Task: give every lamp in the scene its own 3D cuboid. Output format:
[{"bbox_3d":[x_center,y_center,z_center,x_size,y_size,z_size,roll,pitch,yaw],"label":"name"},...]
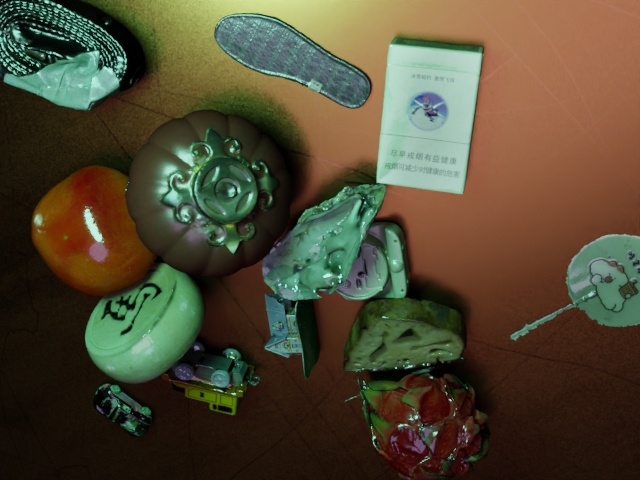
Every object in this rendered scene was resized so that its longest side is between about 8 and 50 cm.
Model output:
[{"bbox_3d":[-0.199,-0.084,1.667,0.303,0.257,0.303,1,88,-20],"label":"lamp"}]

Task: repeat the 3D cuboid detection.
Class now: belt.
[{"bbox_3d":[-0.475,-0.348,1.682,0.289,0.164,0.184,21,108,0],"label":"belt"}]

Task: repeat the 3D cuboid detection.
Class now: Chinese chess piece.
[{"bbox_3d":[-0.344,0.158,1.801,0.250,0.250,0.101,-27,127,20],"label":"Chinese chess piece"}]

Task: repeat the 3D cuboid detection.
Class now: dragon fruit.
[{"bbox_3d":[0.185,0.361,1.805,0.293,0.233,0.234,17,115,27],"label":"dragon fruit"}]

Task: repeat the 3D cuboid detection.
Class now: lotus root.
[{"bbox_3d":[0.151,0.182,1.773,0.260,0.075,0.170,-6,136,17],"label":"lotus root"}]

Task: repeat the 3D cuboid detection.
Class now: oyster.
[{"bbox_3d":[-0.001,0.000,1.702,0.199,0.087,0.252,14,102,14],"label":"oyster"}]

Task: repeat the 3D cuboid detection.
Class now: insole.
[{"bbox_3d":[-0.051,-0.329,1.682,0.309,0.012,0.110,29,112,1],"label":"insole"}]

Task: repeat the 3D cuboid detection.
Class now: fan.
[{"bbox_3d":[0.500,0.111,1.735,0.329,0.009,0.191,-30,102,20],"label":"fan"}]

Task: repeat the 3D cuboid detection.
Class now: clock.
[{"bbox_3d":[0.073,0.047,1.773,0.190,0.062,0.152,-5,109,14],"label":"clock"}]

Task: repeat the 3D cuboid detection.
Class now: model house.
[{"bbox_3d":[-0.064,0.178,1.825,0.088,0.117,0.167,-2,113,16],"label":"model house"}]

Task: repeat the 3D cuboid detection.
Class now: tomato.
[{"bbox_3d":[-0.441,-0.013,1.781,0.259,0.180,0.260,0,91,22],"label":"tomato"}]

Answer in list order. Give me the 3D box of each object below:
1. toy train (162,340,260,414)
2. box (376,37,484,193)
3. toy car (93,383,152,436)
[{"bbox_3d":[-0.233,0.289,1.917,0.219,0.089,0.127,11,123,7],"label":"toy train"},{"bbox_3d":[0.193,-0.222,1.641,0.164,0.069,0.257,8,113,9],"label":"box"},{"bbox_3d":[-0.434,0.374,2.008,0.142,0.055,0.069,37,110,-5],"label":"toy car"}]
